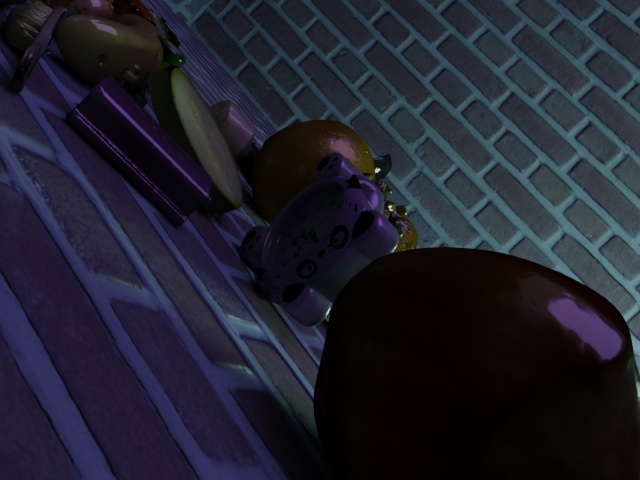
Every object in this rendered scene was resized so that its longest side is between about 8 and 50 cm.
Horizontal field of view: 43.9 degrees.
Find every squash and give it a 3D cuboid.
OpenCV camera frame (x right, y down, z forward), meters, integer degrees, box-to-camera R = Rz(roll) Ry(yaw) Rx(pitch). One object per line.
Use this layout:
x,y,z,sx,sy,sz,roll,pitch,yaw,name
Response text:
-0.200,-0.159,1.275,0.252,0.049,0.252,-23,90,-82,squash

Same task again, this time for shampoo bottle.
-0.136,-0.150,1.846,0.068,0.067,0.236,31,16,-37,shampoo bottle

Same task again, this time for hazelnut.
0.160,0.178,0.810,0.366,0.366,0.366,47,7,-8,hazelnut

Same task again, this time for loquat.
-0.018,-0.127,1.641,0.263,0.263,0.263,47,7,-8,loquat

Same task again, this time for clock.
0.000,0.000,1.157,0.090,0.227,0.248,41,7,-28,clock

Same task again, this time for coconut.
-0.198,-0.227,1.703,0.122,0.116,0.116,47,7,-26,coconut

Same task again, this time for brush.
-0.375,-0.253,1.004,0.067,0.072,0.312,21,21,-20,brush

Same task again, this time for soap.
-0.235,-0.120,1.055,0.203,0.065,0.122,46,7,-19,soap

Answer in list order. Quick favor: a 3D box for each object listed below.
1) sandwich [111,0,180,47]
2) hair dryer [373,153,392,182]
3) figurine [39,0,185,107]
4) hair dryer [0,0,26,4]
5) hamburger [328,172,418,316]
-0.404,-0.450,1.710,0.212,0.109,0.292,34,12,-40,sandwich
0.103,-0.054,2.026,0.284,0.156,0.320,16,-59,67,hair dryer
-0.353,-0.336,1.301,0.222,0.124,0.324,48,11,-2,figurine
-0.506,-0.403,1.075,0.220,0.053,0.195,39,8,-15,hair dryer
0.054,0.006,1.435,0.211,0.245,0.260,49,-1,6,hamburger
